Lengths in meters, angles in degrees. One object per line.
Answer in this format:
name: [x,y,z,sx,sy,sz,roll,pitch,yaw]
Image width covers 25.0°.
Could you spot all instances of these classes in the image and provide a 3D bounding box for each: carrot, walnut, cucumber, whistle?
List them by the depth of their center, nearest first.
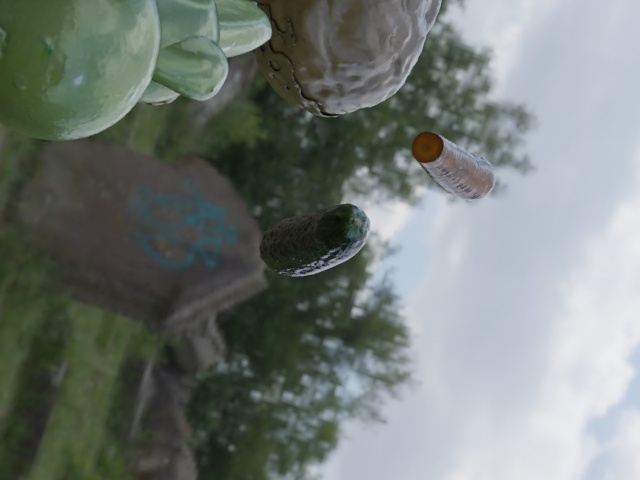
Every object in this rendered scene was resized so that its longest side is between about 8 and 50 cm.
carrot: [0.082,-0.045,0.888,0.093,0.032,0.032,23,85,-63]
whistle: [-0.135,-0.124,0.937,0.294,0.141,0.141,6,105,-67]
walnut: [0.015,-0.223,1.315,0.245,0.198,0.198,81,20,-56]
cucumber: [-0.001,-0.001,1.702,0.241,0.074,0.074,-16,-125,67]
